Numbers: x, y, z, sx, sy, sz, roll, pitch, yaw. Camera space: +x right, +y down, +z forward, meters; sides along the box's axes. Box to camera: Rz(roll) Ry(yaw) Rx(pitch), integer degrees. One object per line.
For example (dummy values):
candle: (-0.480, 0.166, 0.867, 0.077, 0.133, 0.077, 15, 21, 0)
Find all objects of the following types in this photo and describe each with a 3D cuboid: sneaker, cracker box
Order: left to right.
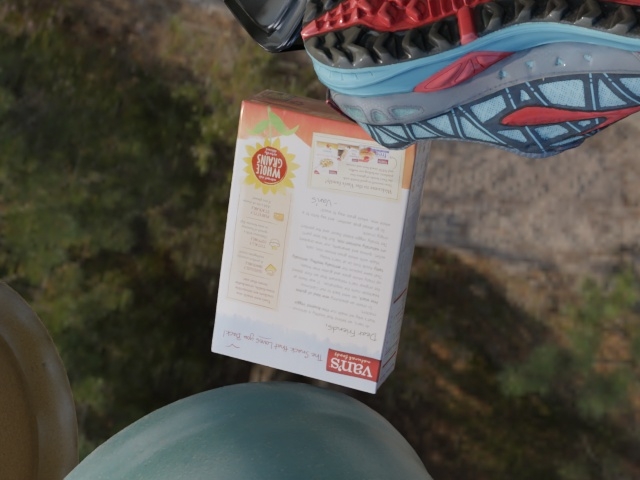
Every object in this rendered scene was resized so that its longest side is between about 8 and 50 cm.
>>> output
cracker box: (0.000, 0.000, 1.226, 0.156, 0.067, 0.232, 14, 108, 15)
sneaker: (0.129, -0.105, 0.753, 0.262, 0.104, 0.125, -3, 147, 13)

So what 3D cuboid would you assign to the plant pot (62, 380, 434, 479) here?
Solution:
plant pot: (-0.014, 0.252, 0.793, 0.293, 0.293, 0.196, 37, 180, -35)

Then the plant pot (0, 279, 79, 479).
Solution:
plant pot: (-0.253, 0.137, 1.003, 0.032, 0.236, 0.236, -12, 140, 24)

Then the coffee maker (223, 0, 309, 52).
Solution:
coffee maker: (0.039, -0.182, 0.926, 0.178, 0.171, 0.120, -11, 120, -42)
